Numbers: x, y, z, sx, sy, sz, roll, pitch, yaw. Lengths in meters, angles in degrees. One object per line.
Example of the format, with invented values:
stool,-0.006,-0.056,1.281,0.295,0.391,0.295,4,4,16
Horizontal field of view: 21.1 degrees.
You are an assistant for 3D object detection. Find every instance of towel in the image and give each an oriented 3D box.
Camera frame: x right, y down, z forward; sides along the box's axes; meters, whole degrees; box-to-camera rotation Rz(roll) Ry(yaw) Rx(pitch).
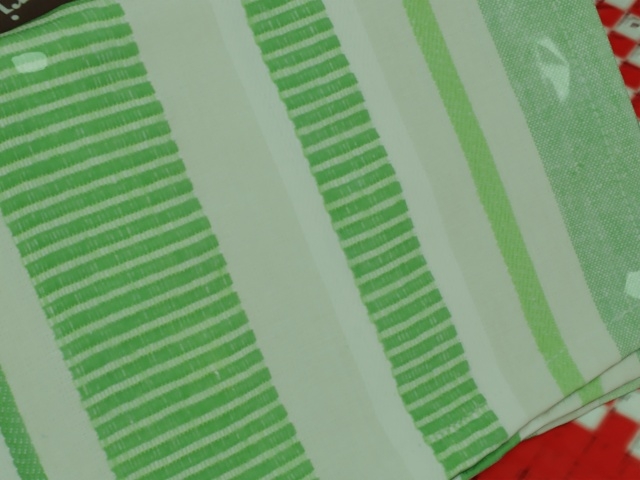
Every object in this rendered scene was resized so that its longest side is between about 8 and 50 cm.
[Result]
towel,0.000,0.000,0.670,0.325,0.038,0.248,-28,99,-26

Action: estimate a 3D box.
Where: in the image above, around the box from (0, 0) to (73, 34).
box,-0.198,-0.064,0.733,0.203,0.167,0.168,37,60,25
